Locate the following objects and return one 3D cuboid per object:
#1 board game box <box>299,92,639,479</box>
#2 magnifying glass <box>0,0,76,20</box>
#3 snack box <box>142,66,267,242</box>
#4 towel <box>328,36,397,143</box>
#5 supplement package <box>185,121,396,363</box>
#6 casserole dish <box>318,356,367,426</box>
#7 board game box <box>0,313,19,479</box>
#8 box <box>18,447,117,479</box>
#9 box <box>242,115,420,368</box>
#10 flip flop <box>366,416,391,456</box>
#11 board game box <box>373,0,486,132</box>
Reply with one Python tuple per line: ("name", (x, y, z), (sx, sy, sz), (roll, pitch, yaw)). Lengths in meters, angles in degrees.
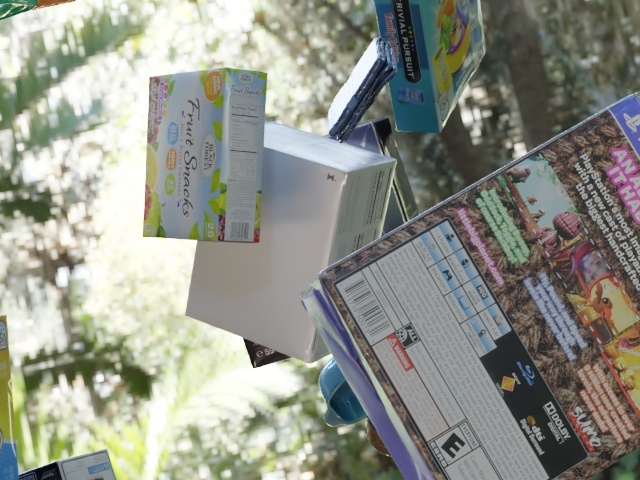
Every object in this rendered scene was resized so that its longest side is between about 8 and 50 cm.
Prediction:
("board game box", (0.169, 0.063, 1.018), (0.291, 0.232, 0.141), (-29, -3, -11))
("magnifying glass", (-0.455, -0.358, 1.942), (0.092, 0.026, 0.231), (-24, 0, 40))
("snack box", (-0.144, -0.103, 1.577), (0.070, 0.207, 0.174), (1, 2, -39))
("towel", (0.048, -0.174, 1.482), (0.029, 0.067, 0.119), (22, -55, -18))
("supplement package", (-0.042, -0.003, 1.702), (0.204, 0.262, 0.145), (19, 17, 25))
("casserole dish", (0.069, 0.109, 1.272), (0.188, 0.037, 0.114), (-40, -28, -2))
("board game box", (-0.516, 0.274, 1.814), (0.064, 0.317, 0.242), (-3, 3, 14))
("box", (-0.363, 0.483, 2.002), (0.087, 0.290, 0.169), (-21, -9, 16))
("box", (0.000, 0.000, 1.920), (0.296, 0.294, 0.183), (-19, 3, 12))
("flip flop", (0.132, 0.362, 2.337), (0.080, 0.277, 0.112), (-28, 14, 2))
("board game box", (0.167, -0.375, 1.976), (0.079, 0.336, 0.254), (5, 40, 24))
